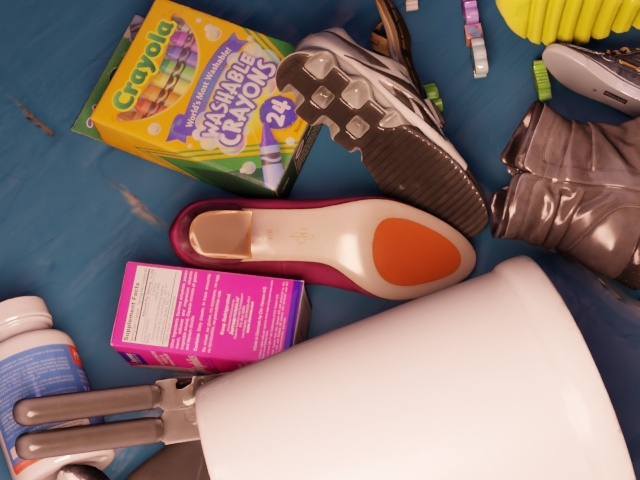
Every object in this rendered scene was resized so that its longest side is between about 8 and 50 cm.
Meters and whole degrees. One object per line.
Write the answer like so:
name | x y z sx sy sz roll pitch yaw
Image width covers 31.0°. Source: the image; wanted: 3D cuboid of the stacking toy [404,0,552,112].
stacking toy | 0.210 -0.280 1.559 0.167 0.052 0.221 -9 70 1

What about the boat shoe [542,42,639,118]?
boat shoe | 0.386 -0.227 1.517 0.183 0.065 0.083 29 70 1

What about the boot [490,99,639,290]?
boot | 0.356 -0.126 1.412 0.222 0.118 0.338 24 81 -1

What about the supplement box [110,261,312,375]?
supplement box | -0.131 0.103 1.412 0.220 0.111 0.114 7 71 8

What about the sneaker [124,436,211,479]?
sneaker | -0.124 0.319 1.346 0.222 0.083 0.118 38 76 18

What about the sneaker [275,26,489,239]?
sneaker | 0.104 -0.147 1.460 0.330 0.122 0.146 45 41 -10

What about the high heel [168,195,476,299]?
high heel | 0.000 0.000 1.466 0.377 0.181 0.127 10 88 -14

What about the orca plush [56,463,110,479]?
orca plush | -0.229 0.392 1.320 0.102 0.151 0.287 -9 75 -41

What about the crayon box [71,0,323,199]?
crayon box | -0.160 -0.193 1.541 0.323 0.083 0.203 21 72 12

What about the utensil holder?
utensil holder | 0.098 0.234 1.236 0.385 0.327 0.328 -21 69 -1

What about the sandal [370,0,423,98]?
sandal | 0.095 -0.255 1.558 0.049 0.072 0.180 -19 72 21

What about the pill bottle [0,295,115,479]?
pill bottle | -0.341 0.183 1.393 0.124 0.124 0.221 -24 70 -4

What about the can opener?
can opener | -0.219 0.202 1.339 0.283 0.095 0.076 -3 86 -29

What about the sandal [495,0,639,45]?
sandal | 0.372 -0.345 1.525 0.317 0.126 0.138 -8 63 -18
